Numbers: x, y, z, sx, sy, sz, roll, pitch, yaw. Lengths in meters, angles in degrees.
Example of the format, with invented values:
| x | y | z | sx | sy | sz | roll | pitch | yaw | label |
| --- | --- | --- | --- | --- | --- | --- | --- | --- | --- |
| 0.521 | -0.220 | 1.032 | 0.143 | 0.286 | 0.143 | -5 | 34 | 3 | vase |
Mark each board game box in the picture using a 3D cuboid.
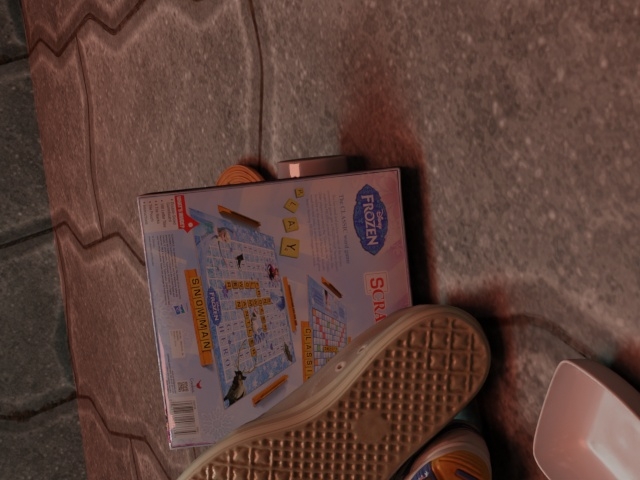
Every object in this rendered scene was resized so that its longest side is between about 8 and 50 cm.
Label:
| x | y | z | sx | sy | sz | roll | pitch | yaw | label |
| --- | --- | --- | --- | --- | --- | --- | --- | --- | --- |
| -0.044 | 0.082 | 1.258 | 0.066 | 0.318 | 0.318 | -65 | -30 | -82 | board game box |

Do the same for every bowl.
| x | y | z | sx | sy | sz | roll | pitch | yaw | label |
| --- | --- | --- | --- | --- | --- | --- | --- | --- | --- |
| 0.269 | 0.190 | 0.954 | 0.142 | 0.053 | 0.142 | 49 | 140 | 47 | bowl |

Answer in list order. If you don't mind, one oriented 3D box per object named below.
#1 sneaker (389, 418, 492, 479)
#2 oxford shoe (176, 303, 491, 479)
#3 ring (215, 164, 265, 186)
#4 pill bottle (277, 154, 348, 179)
| x | y | z | sx | sy | sz | roll | pitch | yaw | label |
| --- | --- | --- | --- | --- | --- | --- | --- | --- | --- |
| 0.099 | 0.331 | 1.188 | 0.112 | 0.131 | 0.296 | 39 | 112 | -4 | sneaker |
| 0.001 | 0.231 | 1.172 | 0.169 | 0.449 | 0.130 | 50 | -178 | -7 | oxford shoe |
| -0.104 | 0.042 | 1.659 | 0.336 | 0.032 | 0.336 | 31 | 126 | 57 | ring |
| 0.000 | 0.000 | 1.340 | 0.121 | 0.121 | 0.216 | 9 | 107 | 62 | pill bottle |
